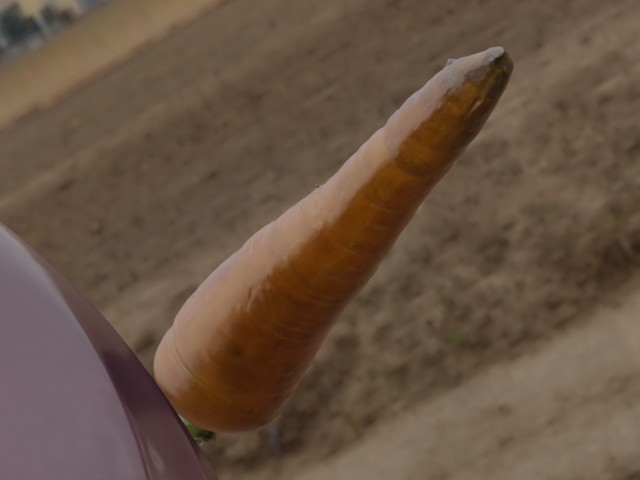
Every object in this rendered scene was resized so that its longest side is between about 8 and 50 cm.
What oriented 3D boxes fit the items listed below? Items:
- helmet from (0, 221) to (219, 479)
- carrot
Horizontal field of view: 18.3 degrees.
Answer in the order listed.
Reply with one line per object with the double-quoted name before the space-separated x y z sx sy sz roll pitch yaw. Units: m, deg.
"helmet" -0.116 0.128 0.636 0.197 0.338 0.271 -34 -14 -12
"carrot" 0.000 0.000 0.786 0.061 0.061 0.257 -43 -8 -49
